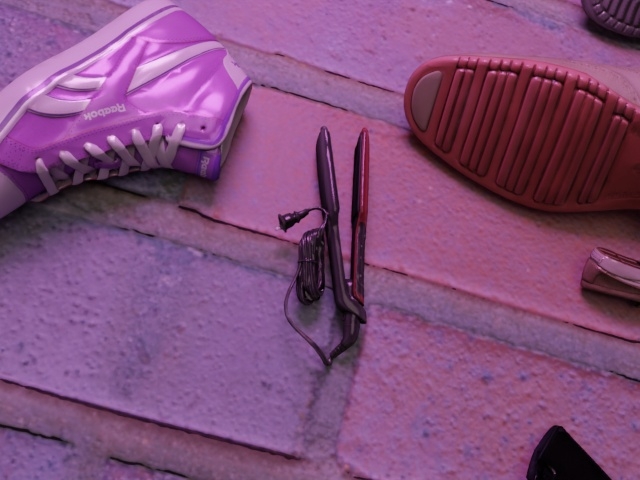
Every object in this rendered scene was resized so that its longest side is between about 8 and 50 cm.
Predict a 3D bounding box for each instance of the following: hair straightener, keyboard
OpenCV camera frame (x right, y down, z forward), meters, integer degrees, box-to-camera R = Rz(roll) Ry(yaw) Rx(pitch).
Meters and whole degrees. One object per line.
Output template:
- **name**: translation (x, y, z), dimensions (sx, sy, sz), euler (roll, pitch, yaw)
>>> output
- **hair straightener**: translation (0.000, 0.000, 0.586), dimensions (0.088, 0.047, 0.231), euler (4, 77, -7)
- **keyboard**: translation (0.247, 0.266, 0.547), dimensions (0.192, 0.038, 0.100), euler (48, 49, 9)

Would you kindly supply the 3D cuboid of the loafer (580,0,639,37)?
- **loafer**: translation (0.414, -0.296, 0.723), dimensions (0.250, 0.095, 0.087), euler (-2, 38, -7)

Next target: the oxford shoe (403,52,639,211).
- **oxford shoe**: translation (0.281, -0.114, 0.635), dimensions (0.396, 0.141, 0.147), euler (17, 40, 2)

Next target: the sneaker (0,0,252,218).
- **sneaker**: translation (-0.177, -0.088, 0.553), dimensions (0.161, 0.102, 0.282), euler (43, 72, 3)

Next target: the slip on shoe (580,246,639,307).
- **slip on shoe**: translation (0.323, 0.047, 0.617), dimensions (0.135, 0.051, 0.041), euler (17, 111, -11)
